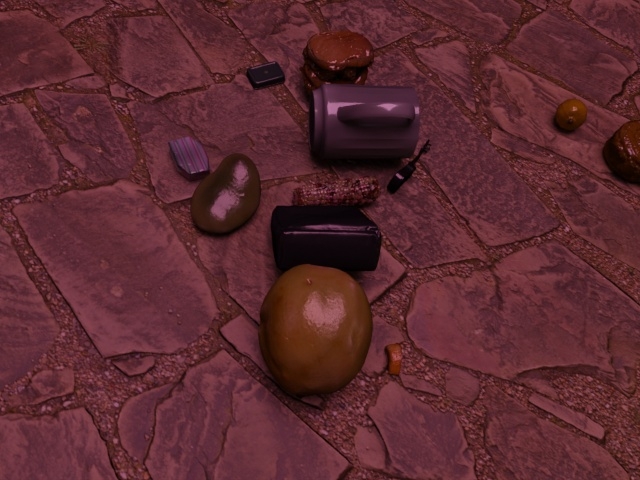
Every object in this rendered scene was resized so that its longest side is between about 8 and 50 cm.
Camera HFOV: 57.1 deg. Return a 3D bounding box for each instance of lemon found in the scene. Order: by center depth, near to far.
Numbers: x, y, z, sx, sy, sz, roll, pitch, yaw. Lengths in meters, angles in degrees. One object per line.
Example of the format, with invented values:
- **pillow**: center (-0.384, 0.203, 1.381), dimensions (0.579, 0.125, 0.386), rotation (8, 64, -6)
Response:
- **lemon**: center (0.914, -0.459, 2.144), dimensions (0.109, 0.109, 0.133), rotation (21, 42, 3)

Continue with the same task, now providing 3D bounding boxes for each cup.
- **cup**: center (0.137, -0.379, 1.851), dimensions (0.327, 0.323, 0.236), rotation (0, 91, -8)

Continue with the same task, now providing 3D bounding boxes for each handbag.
- **handbag**: center (0.000, 0.003, 1.714), dimensions (0.302, 0.275, 0.177), rotation (-1, 105, -11)

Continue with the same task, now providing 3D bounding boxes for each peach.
- **peach**: center (-0.010, 0.228, 1.499), dimensions (0.282, 0.314, 0.315), rotation (9, 63, -22)

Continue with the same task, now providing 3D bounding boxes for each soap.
- **soap**: center (-0.406, -0.253, 1.842), dimensions (0.100, 0.056, 0.149), rotation (-20, 65, -17)

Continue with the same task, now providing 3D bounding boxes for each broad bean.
- **broad bean**: center (-0.278, -0.132, 1.774), dimensions (0.189, 0.121, 0.263), rotation (32, 75, 4)

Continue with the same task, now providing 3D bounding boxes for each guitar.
- **guitar**: center (0.307, -0.253, 1.955), dimensions (0.038, 0.084, 0.271), rotation (39, 55, 6)

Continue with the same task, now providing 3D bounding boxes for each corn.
- **corn**: center (0.053, -0.149, 1.837), dimensions (0.281, 0.092, 0.092), rotation (-6, 62, -11)

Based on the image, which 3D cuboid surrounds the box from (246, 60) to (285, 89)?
- **box**: center (-0.193, -0.587, 2.082), dimensions (0.126, 0.031, 0.091), rotation (-20, 65, -18)

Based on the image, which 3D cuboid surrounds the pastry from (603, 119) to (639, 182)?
- **pastry**: center (1.137, -0.312, 2.081), dimensions (0.240, 0.132, 0.235), rotation (-25, 66, -20)

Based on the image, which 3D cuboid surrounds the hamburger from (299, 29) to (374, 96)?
- **hamburger**: center (0.050, -0.586, 2.018), dimensions (0.245, 0.211, 0.260), rotation (14, 56, 4)

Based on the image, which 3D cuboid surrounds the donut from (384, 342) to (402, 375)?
- **donut**: center (0.200, 0.327, 1.624), dimensions (0.038, 0.067, 0.083), rotation (6, 91, -13)
